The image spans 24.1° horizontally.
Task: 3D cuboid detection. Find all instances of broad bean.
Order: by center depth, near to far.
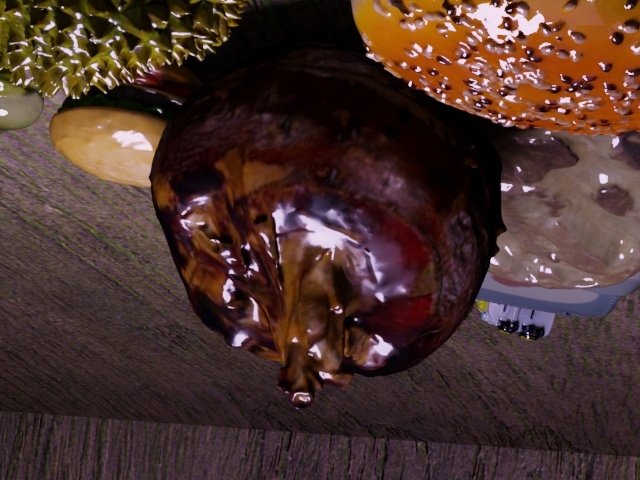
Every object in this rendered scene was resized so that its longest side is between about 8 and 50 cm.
[{"bbox_3d":[-0.343,-0.143,1.494,0.124,0.082,0.174,18,159,-37],"label":"broad bean"}]

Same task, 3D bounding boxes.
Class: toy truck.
[{"bbox_3d":[0.258,0.088,2.029,0.111,0.076,0.077,17,180,-27],"label":"toy truck"}]

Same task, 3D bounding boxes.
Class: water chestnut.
[{"bbox_3d":[0.000,0.000,1.351,0.335,0.347,0.335,14,143,11],"label":"water chestnut"}]

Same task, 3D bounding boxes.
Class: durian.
[{"bbox_3d":[-0.161,-0.203,1.031,0.237,0.200,0.176,-7,165,15],"label":"durian"}]

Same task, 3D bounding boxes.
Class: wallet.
[{"bbox_3d":[0.264,0.003,1.732,0.252,0.083,0.360,11,162,2],"label":"wallet"}]

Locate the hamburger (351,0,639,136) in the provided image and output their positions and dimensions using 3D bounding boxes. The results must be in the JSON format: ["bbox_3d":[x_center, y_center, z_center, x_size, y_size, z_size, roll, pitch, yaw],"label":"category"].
[{"bbox_3d":[0.167,-0.173,1.043,0.300,0.176,0.300,7,164,2],"label":"hamburger"}]

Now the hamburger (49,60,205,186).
[{"bbox_3d":[-0.182,-0.118,1.454,0.162,0.115,0.162,9,162,3],"label":"hamburger"}]

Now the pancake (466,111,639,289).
[{"bbox_3d":[0.221,-0.051,1.508,0.294,0.049,0.294,9,145,6],"label":"pancake"}]
